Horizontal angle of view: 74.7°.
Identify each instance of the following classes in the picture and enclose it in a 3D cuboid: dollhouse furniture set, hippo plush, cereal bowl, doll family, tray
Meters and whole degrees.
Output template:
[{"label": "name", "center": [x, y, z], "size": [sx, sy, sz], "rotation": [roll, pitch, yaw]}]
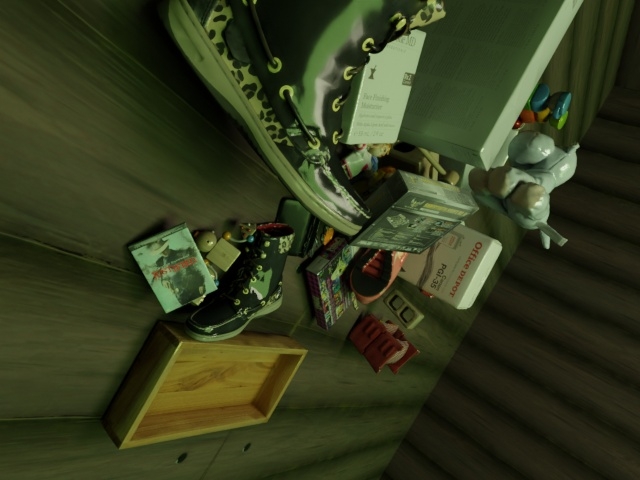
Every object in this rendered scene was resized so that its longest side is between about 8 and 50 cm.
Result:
[{"label": "dollhouse furniture set", "center": [0.290, 0.245, 1.341], "size": [0.374, 0.152, 0.201], "rotation": [-47, 148, 9]}, {"label": "hippo plush", "center": [0.560, -0.165, 1.078], "size": [0.236, 0.294, 0.234], "rotation": [-54, 169, 1]}, {"label": "cereal bowl", "center": [0.436, -0.291, 1.206], "size": [0.339, 0.141, 0.338], "rotation": [-34, 139, -35]}, {"label": "doll family", "center": [0.093, -0.140, 0.903], "size": [0.163, 0.118, 0.263], "rotation": [-38, 141, -1]}, {"label": "tray", "center": [-0.201, 0.286, 0.861], "size": [0.202, 0.076, 0.411], "rotation": [-60, 147, 1]}]

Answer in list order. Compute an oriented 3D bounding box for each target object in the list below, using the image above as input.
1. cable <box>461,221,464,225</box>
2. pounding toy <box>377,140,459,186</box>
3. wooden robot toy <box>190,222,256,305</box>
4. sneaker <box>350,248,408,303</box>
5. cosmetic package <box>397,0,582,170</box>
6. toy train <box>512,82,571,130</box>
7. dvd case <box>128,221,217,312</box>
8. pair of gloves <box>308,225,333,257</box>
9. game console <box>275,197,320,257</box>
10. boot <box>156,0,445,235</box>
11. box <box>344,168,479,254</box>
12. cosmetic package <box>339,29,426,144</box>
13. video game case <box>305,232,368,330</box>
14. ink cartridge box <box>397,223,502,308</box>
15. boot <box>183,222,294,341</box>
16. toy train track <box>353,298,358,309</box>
[{"label": "cable", "center": [0.408, 0.018, 1.463], "size": [0.257, 0.089, 0.257], "rotation": [-54, 147, -6]}, {"label": "pounding toy", "center": [0.230, -0.179, 0.955], "size": [0.094, 0.206, 0.181], "rotation": [-43, 143, -26]}, {"label": "wooden robot toy", "center": [-0.185, 0.018, 0.701], "size": [0.079, 0.076, 0.173], "rotation": [42, 78, -21]}, {"label": "sneaker", "center": [0.170, 0.029, 1.092], "size": [0.313, 0.116, 0.136], "rotation": [-54, 163, -20]}, {"label": "cosmetic package", "center": [0.273, -0.356, 0.802], "size": [0.376, 0.285, 0.097], "rotation": [-61, 149, 2]}, {"label": "toy train", "center": [0.576, -0.330, 1.105], "size": [0.248, 0.144, 0.105], "rotation": [24, 95, -57]}, {"label": "dvd case", "center": [-0.220, 0.042, 0.634], "size": [0.087, 0.013, 0.119], "rotation": [-25, 113, -14]}, {"label": "pair of gloves", "center": [0.000, 0.000, 0.965], "size": [0.083, 0.010, 0.074], "rotation": [-25, 134, -41]}, {"label": "game console", "center": [-0.046, -0.032, 0.870], "size": [0.107, 0.071, 0.122], "rotation": [-50, 159, -68]}, {"label": "boot", "center": [0.029, -0.210, 0.531], "size": [0.284, 0.138, 0.377], "rotation": [-36, 112, 9]}, {"label": "box", "center": [0.186, -0.049, 0.876], "size": [0.231, 0.056, 0.183], "rotation": [6, 142, -37]}, {"label": "cosmetic package", "center": [0.050, -0.268, 0.690], "size": [0.151, 0.152, 0.183], "rotation": [-18, 128, -48]}, {"label": "video game case", "center": [0.055, 0.086, 1.064], "size": [0.210, 0.042, 0.232], "rotation": [-46, 146, -31]}, {"label": "ink cartridge box", "center": [0.321, 0.035, 1.174], "size": [0.117, 0.283, 0.207], "rotation": [13, 104, -57]}, {"label": "boot", "center": [-0.139, 0.067, 0.759], "size": [0.236, 0.085, 0.178], "rotation": [-20, 131, -55]}, {"label": "toy train track", "center": [0.106, 0.183, 1.250], "size": [0.048, 0.014, 0.083], "rotation": [-43, 144, -24]}]
